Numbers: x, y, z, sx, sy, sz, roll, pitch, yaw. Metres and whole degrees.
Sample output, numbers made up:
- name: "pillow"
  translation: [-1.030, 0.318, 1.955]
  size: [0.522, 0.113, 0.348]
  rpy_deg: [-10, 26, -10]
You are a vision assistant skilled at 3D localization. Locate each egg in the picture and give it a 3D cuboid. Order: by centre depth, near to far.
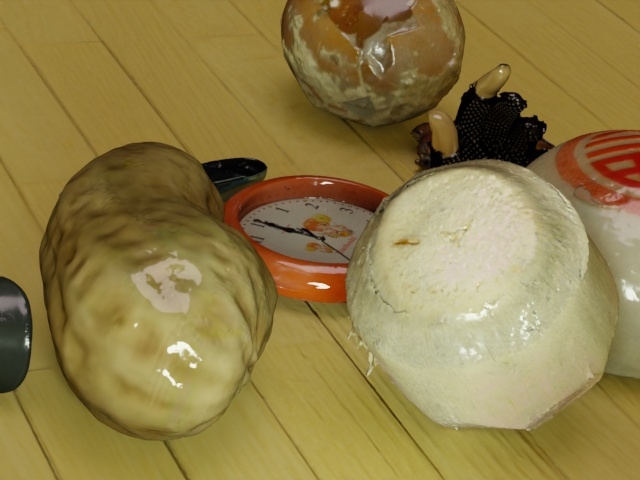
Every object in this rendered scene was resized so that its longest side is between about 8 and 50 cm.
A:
- name: "egg"
  translation: [0.054, -0.223, 2.151]
  size: [0.195, 0.195, 0.233]
  rpy_deg: [-15, 38, -36]

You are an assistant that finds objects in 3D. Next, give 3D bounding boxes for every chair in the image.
- name: "chair"
  translation: [-0.339, 0.069, 1.602]
  size: [0.221, 0.104, 0.095]
  rpy_deg: [5, 10, 2]

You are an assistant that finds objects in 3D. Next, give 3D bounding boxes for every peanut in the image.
- name: "peanut"
  translation: [-0.137, 0.028, 1.641]
  size: [0.192, 0.169, 0.387]
  rpy_deg: [6, 26, -15]

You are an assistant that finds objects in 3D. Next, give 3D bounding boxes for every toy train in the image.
- name: "toy train"
  translation: [-0.146, -0.038, 1.893]
  size: [0.234, 0.051, 0.052]
  rpy_deg: [-14, 34, -41]

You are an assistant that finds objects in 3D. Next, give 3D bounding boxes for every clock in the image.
- name: "clock"
  translation: [0.000, 0.000, 1.852]
  size: [0.205, 0.051, 0.205]
  rpy_deg: [5, 29, -3]

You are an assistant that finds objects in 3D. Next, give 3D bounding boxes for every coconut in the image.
- name: "coconut"
  translation: [0.139, 0.057, 1.613]
  size: [0.224, 0.234, 0.224]
  rpy_deg: [-8, 53, 10]

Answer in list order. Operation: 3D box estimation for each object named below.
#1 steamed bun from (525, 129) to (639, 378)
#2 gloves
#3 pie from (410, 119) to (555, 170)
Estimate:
- name: "steamed bun"
  translation: [0.293, -0.002, 1.792]
  size: [0.283, 0.177, 0.283]
  rpy_deg: [6, 28, -3]
- name: "gloves"
  translation: [0.173, -0.099, 1.944]
  size: [0.129, 0.181, 0.106]
  rpy_deg: [13, 28, 9]
- name: "pie"
  translation: [0.162, -0.108, 2.121]
  size: [0.170, 0.034, 0.092]
  rpy_deg: [-13, 37, -32]
